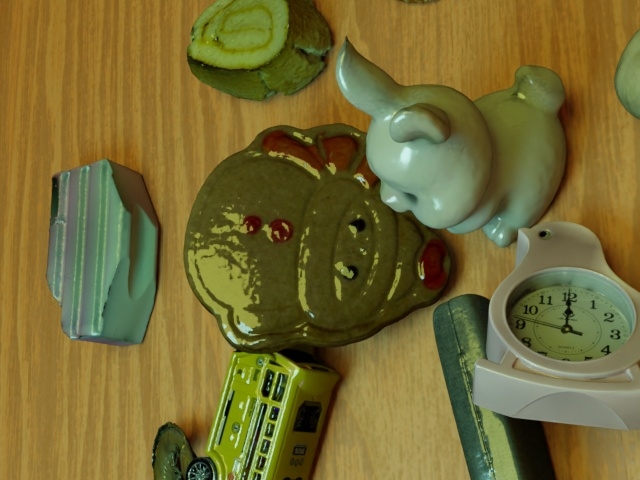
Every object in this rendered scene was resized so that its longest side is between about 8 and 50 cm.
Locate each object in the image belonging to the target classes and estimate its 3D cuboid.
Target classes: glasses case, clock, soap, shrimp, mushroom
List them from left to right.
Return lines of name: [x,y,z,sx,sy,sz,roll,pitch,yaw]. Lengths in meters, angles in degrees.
soap: [-0.383,0.024,1.937,0.193,0.109,0.323,-13,68,33]
shrimp: [-0.208,0.383,1.694,0.253,0.058,0.173,47,132,51]
glasses case: [0.227,0.227,1.412,0.074,0.131,0.323,-25,63,25]
clock: [0.350,0.101,1.340,0.290,0.080,0.275,8,46,14]
mushroom: [0.450,-0.215,1.400,0.154,0.122,0.154,-56,15,23]

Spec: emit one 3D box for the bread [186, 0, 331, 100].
bread: [-0.109,-0.336,1.842,0.257,0.124,0.185,-5,67,36]

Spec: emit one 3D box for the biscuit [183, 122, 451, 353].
biscuit: [0.000,0.000,1.574,0.381,0.074,0.358,10,74,8]

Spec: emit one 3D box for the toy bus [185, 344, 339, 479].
toy bus: [-0.073,0.257,1.619,0.151,0.145,0.331,14,88,35]

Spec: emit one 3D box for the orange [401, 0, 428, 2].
orange: [0.115,-0.521,1.753,0.274,0.274,0.310,-57,21,8]

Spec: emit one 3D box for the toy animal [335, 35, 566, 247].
toy animal: [0.170,-0.141,1.431,0.196,0.368,0.241,43,114,40]
